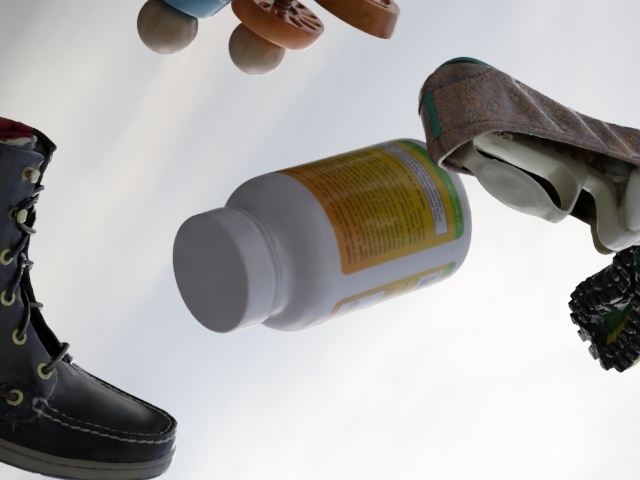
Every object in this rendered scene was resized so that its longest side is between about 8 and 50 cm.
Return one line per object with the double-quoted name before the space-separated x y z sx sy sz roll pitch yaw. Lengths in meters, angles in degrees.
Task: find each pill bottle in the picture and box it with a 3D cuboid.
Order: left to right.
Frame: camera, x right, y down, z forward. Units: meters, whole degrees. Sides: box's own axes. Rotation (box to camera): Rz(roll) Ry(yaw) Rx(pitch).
"pill bottle" 0.000 0.000 1.574 0.246 0.136 0.136 -17 161 -39

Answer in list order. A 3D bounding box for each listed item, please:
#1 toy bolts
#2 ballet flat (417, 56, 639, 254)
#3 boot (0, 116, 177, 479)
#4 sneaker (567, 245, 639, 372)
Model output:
"toy bolts" -0.062 -0.220 1.796 0.158 0.228 0.218 -58 -138 18
"ballet flat" 0.217 -0.048 1.543 0.107 0.316 0.106 -51 -152 44
"boot" -0.176 0.031 1.079 0.085 0.236 0.178 -76 -173 -75
"sneaker" 0.378 0.011 1.923 0.146 0.134 0.343 -29 167 -24
